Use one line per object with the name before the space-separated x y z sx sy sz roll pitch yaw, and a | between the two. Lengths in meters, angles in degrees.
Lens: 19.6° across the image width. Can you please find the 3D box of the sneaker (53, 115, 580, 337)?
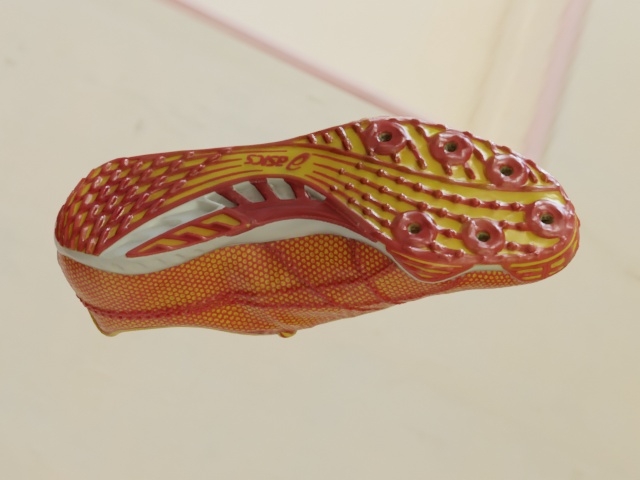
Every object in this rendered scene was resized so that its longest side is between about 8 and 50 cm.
sneaker | 0.000 0.000 0.625 0.067 0.175 0.064 74 19 -52
